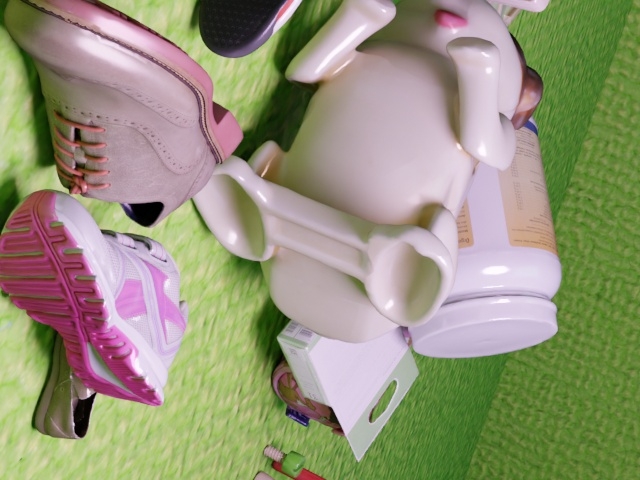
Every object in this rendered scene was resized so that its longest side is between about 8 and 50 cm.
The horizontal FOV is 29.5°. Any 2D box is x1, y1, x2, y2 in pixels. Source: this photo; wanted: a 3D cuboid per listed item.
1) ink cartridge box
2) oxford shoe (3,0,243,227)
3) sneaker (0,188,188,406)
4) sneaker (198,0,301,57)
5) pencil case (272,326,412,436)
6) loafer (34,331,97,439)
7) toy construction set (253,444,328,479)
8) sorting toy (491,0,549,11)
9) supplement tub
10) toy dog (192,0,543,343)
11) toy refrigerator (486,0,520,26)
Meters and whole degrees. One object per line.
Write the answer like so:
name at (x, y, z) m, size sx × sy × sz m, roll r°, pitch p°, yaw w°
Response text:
ink cartridge box at (0.042, 0.152, 1.600) m, size 0.171 × 0.056 × 0.235 m, roll -51°, pitch 140°, yaw -31°
oxford shoe at (-0.156, -0.090, 0.938) m, size 0.130 × 0.123 × 0.348 m, roll -58°, pitch 160°, yaw -6°
sneaker at (-0.184, 0.033, 1.028) m, size 0.252 × 0.103 × 0.111 m, roll 72°, pitch 34°, yaw -50°
sneaker at (-0.014, -0.276, 1.143) m, size 0.270 × 0.090 × 0.145 m, roll -68°, pitch 159°, yaw -3°
pencil case at (0.085, 0.103, 1.775) m, size 0.386 × 0.160 × 0.167 m, roll -56°, pitch 166°, yaw -30°
loafer at (-0.218, 0.119, 1.125) m, size 0.056 × 0.050 × 0.148 m, roll -21°, pitch 133°, yaw -65°
toy construction set at (-0.038, 0.462, 1.744) m, size 0.309 × 0.237 × 0.257 m, roll -52°, pitch 157°, yaw -38°
sorting toy at (0.152, -0.390, 1.233) m, size 0.089 × 0.257 × 0.255 m, roll 28°, pitch 86°, yaw -55°
supplement tub at (0.201, -0.016, 1.650) m, size 0.228 × 0.228 × 0.316 m, roll 57°, pitch 26°, yaw -68°
toy dog at (0.100, -0.102, 1.352) m, size 0.408 × 0.285 × 0.395 m, roll -60°, pitch 154°, yaw -26°
toy refrigerator at (0.204, -0.315, 1.692) m, size 0.269 × 0.094 × 0.102 m, roll -50°, pitch 155°, yaw -41°
